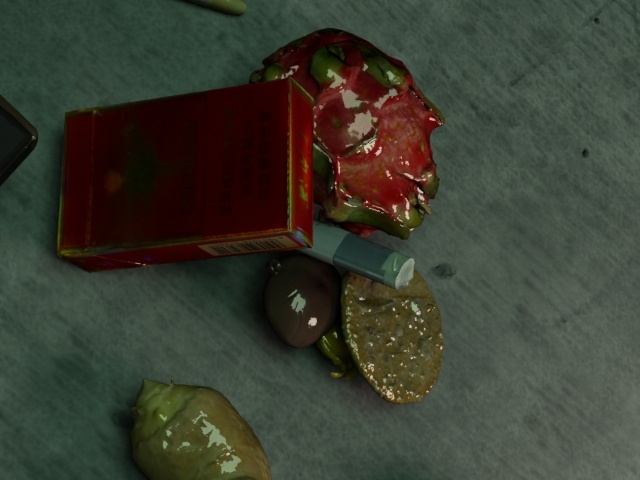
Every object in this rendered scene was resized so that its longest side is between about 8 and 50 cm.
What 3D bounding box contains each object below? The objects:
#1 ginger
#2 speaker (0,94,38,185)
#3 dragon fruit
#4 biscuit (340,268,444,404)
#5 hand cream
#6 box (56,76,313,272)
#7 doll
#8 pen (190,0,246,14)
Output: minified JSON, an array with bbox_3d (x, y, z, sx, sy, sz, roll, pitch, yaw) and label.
[{"bbox_3d":[-0.134,0.280,1.869,0.138,0.152,0.267,-36,70,-2],"label":"ginger"},{"bbox_3d":[-0.480,-0.129,1.827,0.231,0.192,0.153,42,62,-10],"label":"speaker"},{"bbox_3d":[0.037,-0.137,2.023,0.303,0.237,0.231,40,77,-9],"label":"dragon fruit"},{"bbox_3d":[0.095,0.111,2.034,0.220,0.033,0.219,25,56,-44],"label":"biscuit"},{"bbox_3d":[0.000,0.000,1.985,0.255,0.079,0.048,21,101,23],"label":"hand cream"},{"bbox_3d":[-0.166,-0.077,1.896,0.313,0.089,0.197,-6,73,19],"label":"box"},{"bbox_3d":[-0.012,0.103,1.999,0.145,0.096,0.188,-25,94,-52],"label":"doll"},{"bbox_3d":[-0.210,-0.351,2.096,0.233,0.040,0.032,18,68,-22],"label":"pen"}]
